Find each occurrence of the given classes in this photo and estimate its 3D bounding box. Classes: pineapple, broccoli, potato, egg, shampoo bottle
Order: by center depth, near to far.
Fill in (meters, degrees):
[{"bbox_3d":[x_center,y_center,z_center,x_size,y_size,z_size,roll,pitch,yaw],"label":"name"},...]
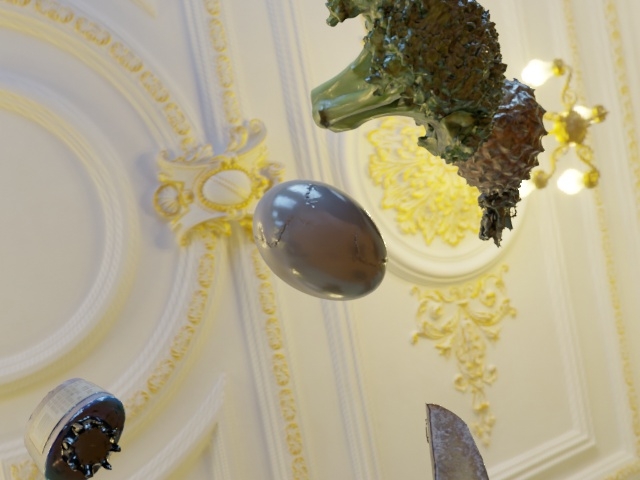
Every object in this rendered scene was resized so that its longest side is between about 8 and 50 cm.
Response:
[{"bbox_3d":[0.088,0.150,0.449,0.036,0.037,0.093,-6,-121,6],"label":"potato"},{"bbox_3d":[-0.222,0.172,0.646,0.050,0.183,0.087,44,-112,-19],"label":"shampoo bottle"},{"bbox_3d":[0.121,-0.234,0.918,0.235,0.260,0.288,-31,-79,-27],"label":"broccoli"},{"bbox_3d":[0.000,0.000,0.954,0.199,0.146,0.146,30,-112,15],"label":"egg"},{"bbox_3d":[0.314,-0.125,1.286,0.175,0.175,0.361,-45,-32,-24],"label":"pineapple"}]
